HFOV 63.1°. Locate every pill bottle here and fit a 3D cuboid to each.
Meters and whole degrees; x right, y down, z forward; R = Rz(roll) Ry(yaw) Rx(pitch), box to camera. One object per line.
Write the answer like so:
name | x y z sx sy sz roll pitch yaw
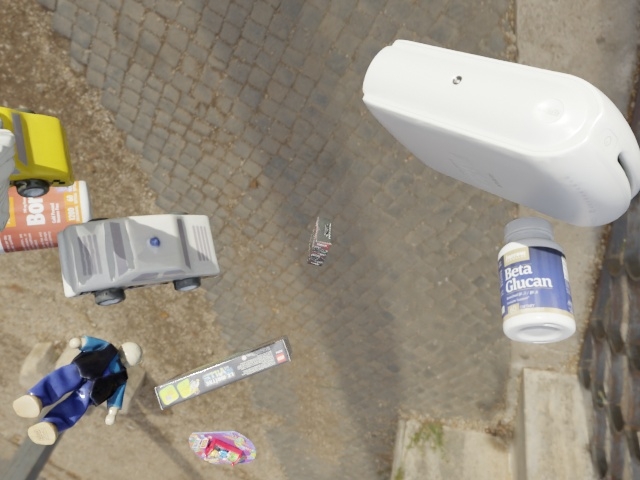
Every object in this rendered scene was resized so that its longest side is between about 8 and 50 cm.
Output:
pill bottle | -0.525 -0.041 0.931 0.216 0.121 0.121 -7 141 -22
pill bottle | 0.307 0.054 0.753 0.094 0.169 0.094 5 150 3

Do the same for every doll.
doll | -0.305 0.191 0.695 0.046 0.189 0.129 -21 99 23

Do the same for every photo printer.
photo printer | 0.233 -0.125 0.652 0.307 0.107 0.256 31 -177 39

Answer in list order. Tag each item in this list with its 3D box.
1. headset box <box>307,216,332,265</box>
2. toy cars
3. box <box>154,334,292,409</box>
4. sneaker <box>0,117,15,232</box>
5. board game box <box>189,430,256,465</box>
headset box | 0.000 0.000 1.009 0.032 0.062 0.083 12 140 -9
toy cars | -0.285 -0.047 0.589 0.393 0.176 0.087 34 148 -16
box | -0.148 0.207 0.839 0.207 0.036 0.114 -20 175 -4
sneaker | -0.288 -0.036 0.422 0.090 0.232 0.115 -8 112 -24
board game box | -0.243 0.521 1.273 0.168 0.033 0.133 -7 124 14
